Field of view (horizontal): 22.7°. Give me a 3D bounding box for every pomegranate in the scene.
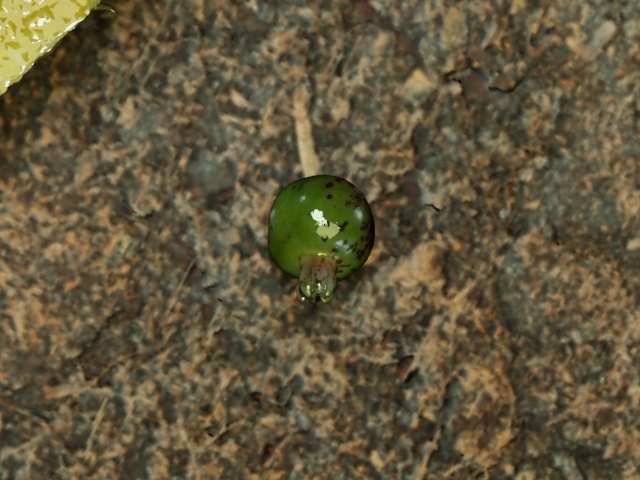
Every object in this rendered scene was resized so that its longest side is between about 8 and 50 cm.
[{"bbox_3d":[0.002,-0.003,0.982,0.073,0.084,0.073,-5,113,-11],"label":"pomegranate"}]

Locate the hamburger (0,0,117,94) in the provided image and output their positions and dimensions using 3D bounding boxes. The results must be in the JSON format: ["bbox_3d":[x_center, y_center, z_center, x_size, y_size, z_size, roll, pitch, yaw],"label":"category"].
[{"bbox_3d":[-0.173,-0.180,0.884,0.283,0.144,0.156,-44,96,-1],"label":"hamburger"}]
